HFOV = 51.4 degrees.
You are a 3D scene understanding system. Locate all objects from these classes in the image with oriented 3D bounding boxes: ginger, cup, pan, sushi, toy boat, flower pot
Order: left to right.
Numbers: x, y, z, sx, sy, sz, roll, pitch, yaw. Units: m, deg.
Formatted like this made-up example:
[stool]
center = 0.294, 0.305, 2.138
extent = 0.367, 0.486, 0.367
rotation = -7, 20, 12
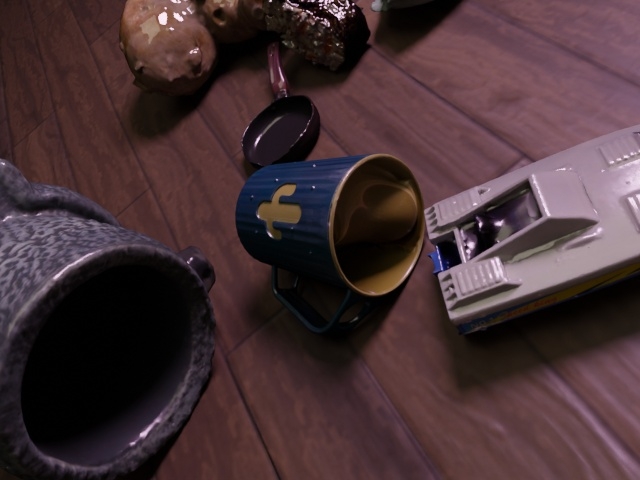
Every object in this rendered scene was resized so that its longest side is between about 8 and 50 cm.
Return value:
[flower pot]
center = -0.285, 0.067, 0.682
extent = 0.283, 0.299, 0.299
rotation = 14, 67, 38
[ginger]
center = -0.167, -0.363, 1.030
extent = 0.304, 0.155, 0.244
rotation = -25, 50, 19
[pan]
center = -0.054, -0.179, 0.884
extent = 0.115, 0.040, 0.212
rotation = -21, 54, 24
[sushi]
center = -0.009, -0.294, 0.889
extent = 0.150, 0.090, 0.078
rotation = 38, 68, 14
[cup]
center = 0.000, 0.000, 0.658
extent = 0.155, 0.131, 0.176
rotation = 10, 89, 46
[toy boat]
center = 0.224, -0.029, 0.522
extent = 0.295, 0.088, 0.129
rotation = -24, 46, 21

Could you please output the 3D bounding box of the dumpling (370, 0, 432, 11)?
[dumpling]
center = 0.136, -0.380, 0.852
extent = 0.216, 0.105, 0.149
rotation = -48, 49, 1
